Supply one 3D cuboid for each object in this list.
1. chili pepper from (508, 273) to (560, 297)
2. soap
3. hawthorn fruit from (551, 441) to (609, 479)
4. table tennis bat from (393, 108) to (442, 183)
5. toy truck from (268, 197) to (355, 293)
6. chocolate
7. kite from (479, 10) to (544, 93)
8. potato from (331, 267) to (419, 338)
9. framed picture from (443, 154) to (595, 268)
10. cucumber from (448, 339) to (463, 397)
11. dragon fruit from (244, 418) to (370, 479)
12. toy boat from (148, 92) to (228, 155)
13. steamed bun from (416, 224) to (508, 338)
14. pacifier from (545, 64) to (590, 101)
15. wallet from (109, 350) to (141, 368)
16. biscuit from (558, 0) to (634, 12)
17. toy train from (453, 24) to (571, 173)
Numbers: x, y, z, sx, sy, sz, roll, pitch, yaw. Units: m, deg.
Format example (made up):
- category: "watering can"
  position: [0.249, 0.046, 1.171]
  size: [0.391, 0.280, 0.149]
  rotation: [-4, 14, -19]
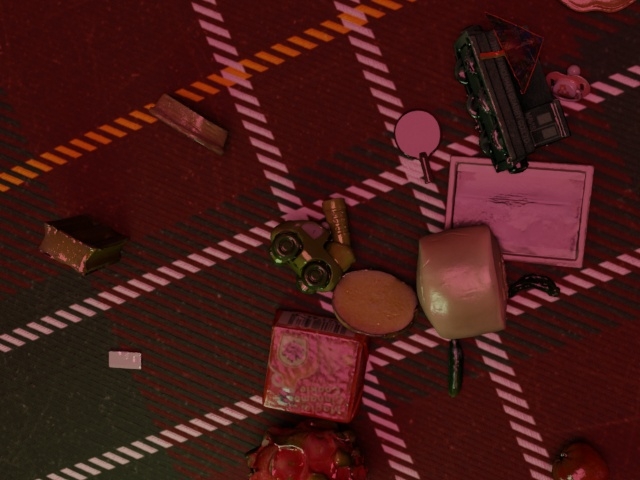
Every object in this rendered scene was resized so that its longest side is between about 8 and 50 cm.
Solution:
- category: "chili pepper"
  position: [0.479, 0.101, 1.895]
  size: [0.117, 0.035, 0.056]
  rotation: [-1, 81, 5]
- category: "soap"
  position: [-0.542, 0.007, 1.936]
  size: [0.135, 0.233, 0.076]
  rotation: [28, 97, 3]
- category: "hawthorn fruit"
  position: [0.585, 0.519, 1.898]
  size: [0.128, 0.128, 0.128]
  rotation: [1, 98, 8]
- category: "table tennis bat"
  position: [0.218, -0.206, 1.849]
  size: [0.107, 0.119, 0.170]
  rotation: [-14, 94, 11]
- category: "toy truck"
  position: [-0.002, 0.021, 1.909]
  size: [0.210, 0.148, 0.187]
  rotation: [-27, 85, -12]
- category: "chocolate"
  position: [-0.012, 0.298, 1.960]
  size: [0.237, 0.108, 0.235]
  rotation: [10, 101, 6]
- category: "kite"
  position: [0.397, -0.395, 1.740]
  size: [0.159, 0.010, 0.190]
  rotation: [-24, 85, -16]
- category: "potato"
  position: [0.125, 0.149, 1.930]
  size: [0.200, 0.081, 0.164]
  rotation: [15, 70, 11]
- category: "framed picture"
  position: [0.437, -0.065, 1.883]
  size: [0.314, 0.024, 0.232]
  rotation: [5, 99, 8]
- category: "cucumber"
  position: [0.312, 0.289, 1.944]
  size: [0.037, 0.037, 0.155]
  rotation: [0, 98, 9]
- category: "dragon fruit"
  position: [-0.036, 0.531, 1.938]
  size: [0.302, 0.237, 0.231]
  rotation: [-17, 76, 29]
- category: "toy boat"
  position: [-0.289, -0.265, 1.921]
  size: [0.188, 0.116, 0.061]
  rotation: [32, 95, 4]
- category: "steamed bun"
  position: [0.308, 0.100, 1.847]
  size: [0.199, 0.155, 0.250]
  rotation: [-10, 103, 14]
- category: "pacifier"
  position: [0.536, -0.342, 1.817]
  size: [0.099, 0.081, 0.078]
  rotation: [16, 66, 27]
- category: "wallet"
  position: [-0.480, 0.294, 2.077]
  size: [0.083, 0.011, 0.044]
  rotation: [2, 98, 9]
- category: "biscuit"
  position: [0.590, -0.555, 1.790]
  size: [0.220, 0.029, 0.142]
  rotation: [5, 98, 8]
- category: "toy train"
  position: [0.404, -0.310, 1.803]
  size: [0.178, 0.138, 0.331]
  rotation: [-18, 90, -4]
